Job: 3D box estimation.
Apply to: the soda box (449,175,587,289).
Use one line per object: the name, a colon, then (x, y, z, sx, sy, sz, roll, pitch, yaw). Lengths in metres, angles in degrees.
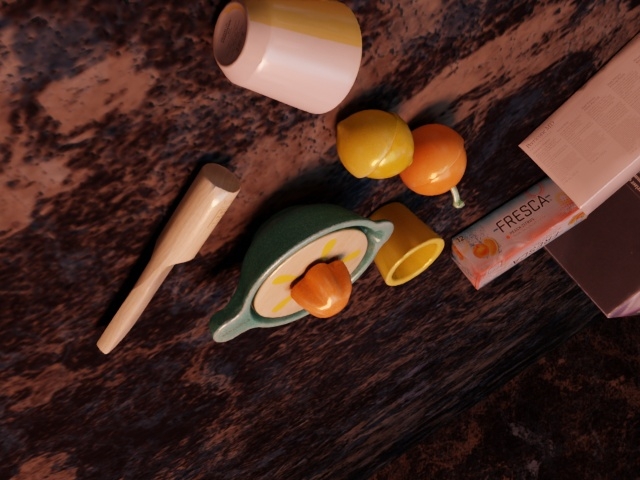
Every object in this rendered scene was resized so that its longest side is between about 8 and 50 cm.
soda box: (0.256, -0.016, 0.841, 0.183, 0.063, 0.058, -32, 155, -7)

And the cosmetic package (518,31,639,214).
cosmetic package: (0.332, -0.144, 0.676, 0.239, 0.099, 0.060, -44, 156, 19)

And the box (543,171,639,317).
box: (0.527, -0.036, 1.011, 0.294, 0.183, 0.296, -46, 153, 23)

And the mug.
mug: (-0.022, -0.111, 0.355, 0.064, 0.078, 0.062, 1, 170, -40)

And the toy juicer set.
toy juicer set: (0.000, 0.000, 0.520, 0.329, 0.089, 0.209, -18, 150, -33)
